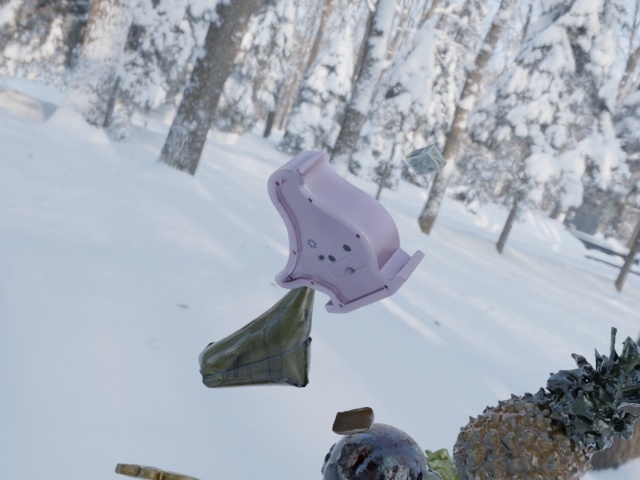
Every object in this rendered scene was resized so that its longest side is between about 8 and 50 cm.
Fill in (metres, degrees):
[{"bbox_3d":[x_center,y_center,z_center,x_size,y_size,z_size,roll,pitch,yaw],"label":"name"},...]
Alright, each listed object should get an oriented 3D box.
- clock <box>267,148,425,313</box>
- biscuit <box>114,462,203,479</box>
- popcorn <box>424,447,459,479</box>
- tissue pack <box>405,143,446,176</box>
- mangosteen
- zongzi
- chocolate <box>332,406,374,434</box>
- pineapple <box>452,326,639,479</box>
[{"bbox_3d":[0.000,0.000,1.066,0.275,0.290,0.080,49,53,-4],"label":"clock"},{"bbox_3d":[-0.370,0.563,1.456,0.225,0.036,0.166,9,-27,6],"label":"biscuit"},{"bbox_3d":[0.371,0.717,1.813,0.185,0.167,0.187,33,14,11],"label":"popcorn"},{"bbox_3d":[0.246,-0.187,1.431,0.062,0.042,0.083,50,-26,-16],"label":"tissue pack"},{"bbox_3d":[0.172,0.643,1.572,0.359,0.306,0.306,25,10,19],"label":"mangosteen"},{"bbox_3d":[-0.141,0.188,1.366,0.260,0.289,0.123,1,10,-8],"label":"zongzi"},{"bbox_3d":[0.074,0.398,1.323,0.031,0.100,0.064,57,30,-24],"label":"chocolate"},{"bbox_3d":[0.345,0.244,0.837,0.169,0.340,0.169,35,25,-19],"label":"pineapple"}]
